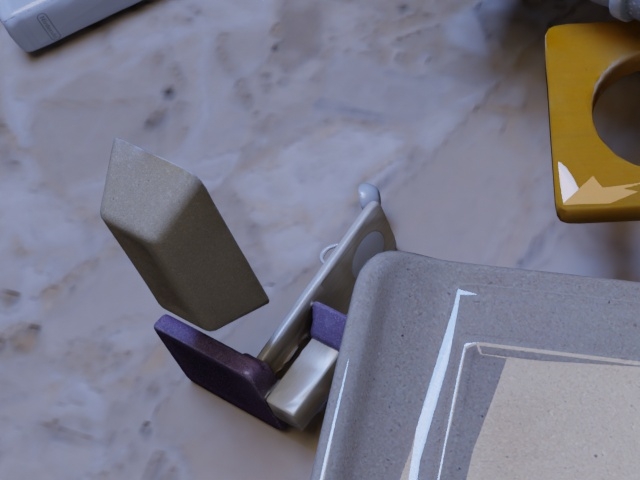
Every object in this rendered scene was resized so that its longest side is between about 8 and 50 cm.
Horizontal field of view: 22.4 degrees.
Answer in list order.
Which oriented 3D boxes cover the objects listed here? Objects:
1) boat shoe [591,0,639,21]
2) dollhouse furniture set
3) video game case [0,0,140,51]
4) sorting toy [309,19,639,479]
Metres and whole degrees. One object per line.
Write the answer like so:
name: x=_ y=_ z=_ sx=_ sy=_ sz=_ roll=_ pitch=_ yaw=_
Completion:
boat shoe: x=0.159 y=-0.190 z=0.512 sx=0.103 sy=0.118 sz=0.320 roll=38 pitch=67 yaw=22
dollhouse furniture set: x=0.000 y=0.000 z=0.466 sx=0.091 sy=0.114 sz=0.081 roll=25 pitch=67 yaw=32
video game case: x=-0.056 y=-0.202 z=0.655 sx=0.206 sy=0.026 sz=0.227 roll=-25 pitch=55 yaw=4
sorting toy: x=0.091 y=0.098 z=0.413 sx=0.196 sy=0.047 sz=0.347 roll=8 pitch=65 yaw=12
